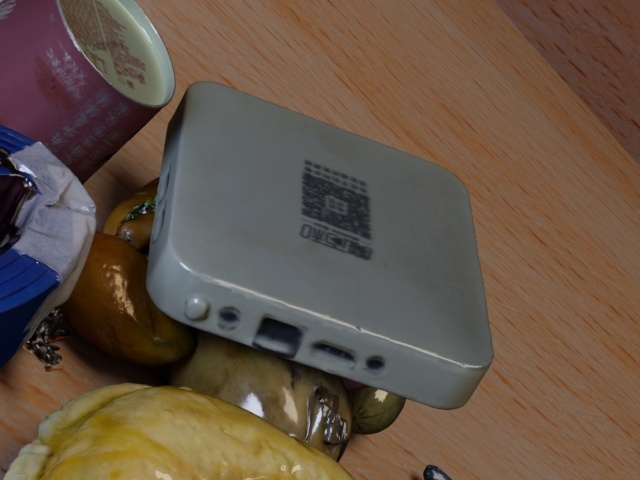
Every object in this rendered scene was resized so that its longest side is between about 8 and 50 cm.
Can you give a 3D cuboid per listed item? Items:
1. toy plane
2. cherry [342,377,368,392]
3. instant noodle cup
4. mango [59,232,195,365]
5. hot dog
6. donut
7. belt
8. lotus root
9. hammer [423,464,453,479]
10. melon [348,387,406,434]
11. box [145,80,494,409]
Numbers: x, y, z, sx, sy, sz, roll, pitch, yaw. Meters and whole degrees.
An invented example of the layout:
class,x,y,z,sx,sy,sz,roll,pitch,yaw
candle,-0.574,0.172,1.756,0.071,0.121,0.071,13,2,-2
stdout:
class,x,y,z,sx,sy,sz,roll,pitch,yaw
toy plane,-0.279,0.081,1.383,0.135,0.062,0.188,38,18,18
cherry,0.016,0.086,1.730,0.213,0.266,0.183,-1,101,-37
instant noodle cup,-0.278,-0.172,1.533,0.235,0.178,0.234,44,27,-29
mango,-0.207,0.065,1.479,0.115,0.089,0.165,-19,69,-50
hot dog,-0.145,-0.022,1.689,0.135,0.100,0.337,57,25,1
donut,-0.097,0.326,1.248,0.449,0.198,0.449,33,38,-30
belt,-0.334,0.013,1.229,0.212,0.117,0.347,38,28,5
lotus root,-0.076,0.142,1.557,0.183,0.183,0.310,31,24,-44
hammer,0.203,0.363,1.924,0.194,0.069,0.116,44,29,-17
melon,0.061,0.191,1.820,0.098,0.098,0.130,52,22,-11
box,0.000,0.000,1.574,0.367,0.090,0.373,19,36,-14
